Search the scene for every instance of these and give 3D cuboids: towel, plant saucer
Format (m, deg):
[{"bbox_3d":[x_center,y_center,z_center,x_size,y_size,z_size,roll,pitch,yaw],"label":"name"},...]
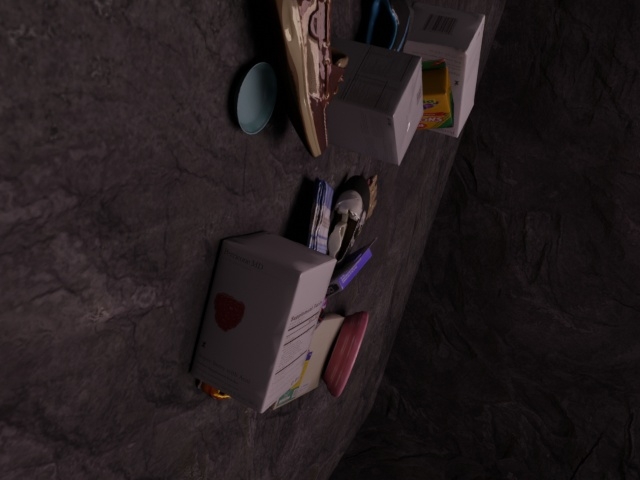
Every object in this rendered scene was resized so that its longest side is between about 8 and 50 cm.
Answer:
[{"bbox_3d":[0.000,0.000,1.233,0.209,0.034,0.285,20,77,-81],"label":"towel"},{"bbox_3d":[0.086,0.412,1.862,0.332,0.084,0.332,22,90,-86],"label":"plant saucer"},{"bbox_3d":[-0.112,-0.239,0.835,0.119,0.021,0.119,-54,156,-38],"label":"plant saucer"}]

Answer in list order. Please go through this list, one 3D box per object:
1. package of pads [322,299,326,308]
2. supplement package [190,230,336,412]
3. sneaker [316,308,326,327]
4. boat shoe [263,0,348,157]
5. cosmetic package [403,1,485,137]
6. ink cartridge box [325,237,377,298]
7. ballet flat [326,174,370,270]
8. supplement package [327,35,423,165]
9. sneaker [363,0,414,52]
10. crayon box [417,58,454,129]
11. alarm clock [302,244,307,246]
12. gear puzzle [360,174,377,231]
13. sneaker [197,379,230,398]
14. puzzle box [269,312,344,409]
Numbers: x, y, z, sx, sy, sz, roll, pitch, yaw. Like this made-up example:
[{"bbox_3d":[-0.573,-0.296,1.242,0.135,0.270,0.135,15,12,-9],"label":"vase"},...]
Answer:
[{"bbox_3d":[0.000,0.182,1.559,0.050,0.032,0.083,-40,146,-51],"label":"package of pads"},{"bbox_3d":[-0.114,0.151,1.002,0.175,0.177,0.293,-16,125,-66],"label":"supplement package"},{"bbox_3d":[-0.087,0.250,1.339,0.262,0.104,0.125,-31,152,-50],"label":"sneaker"},{"bbox_3d":[-0.006,-0.290,0.861,0.123,0.123,0.342,-23,140,-8],"label":"boat shoe"},{"bbox_3d":[0.360,-0.508,1.529,0.156,0.217,0.385,-62,158,-18],"label":"cosmetic package"},{"bbox_3d":[0.068,0.093,1.458,0.208,0.045,0.206,-35,-174,41],"label":"ink cartridge box"},{"bbox_3d":[0.072,-0.051,1.376,0.096,0.095,0.280,23,82,-75],"label":"ballet flat"},{"bbox_3d":[0.096,-0.293,1.060,0.149,0.203,0.194,-64,161,-14],"label":"supplement package"},{"bbox_3d":[0.134,-0.404,1.183,0.139,0.125,0.341,-35,132,-61],"label":"sneaker"},{"bbox_3d":[0.255,-0.390,1.377,0.318,0.202,0.081,19,73,-70],"label":"crayon box"},{"bbox_3d":[-0.060,0.073,1.231,0.192,0.064,0.129,-3,105,-75],"label":"alarm clock"},{"bbox_3d":[0.079,-0.042,1.535,0.339,0.044,0.175,-56,159,-25],"label":"gear puzzle"},{"bbox_3d":[-0.211,0.327,1.098,0.064,0.067,0.175,-66,162,-12],"label":"sneaker"},{"bbox_3d":[-0.044,0.370,1.609,0.272,0.052,0.409,-68,161,1],"label":"puzzle box"}]
